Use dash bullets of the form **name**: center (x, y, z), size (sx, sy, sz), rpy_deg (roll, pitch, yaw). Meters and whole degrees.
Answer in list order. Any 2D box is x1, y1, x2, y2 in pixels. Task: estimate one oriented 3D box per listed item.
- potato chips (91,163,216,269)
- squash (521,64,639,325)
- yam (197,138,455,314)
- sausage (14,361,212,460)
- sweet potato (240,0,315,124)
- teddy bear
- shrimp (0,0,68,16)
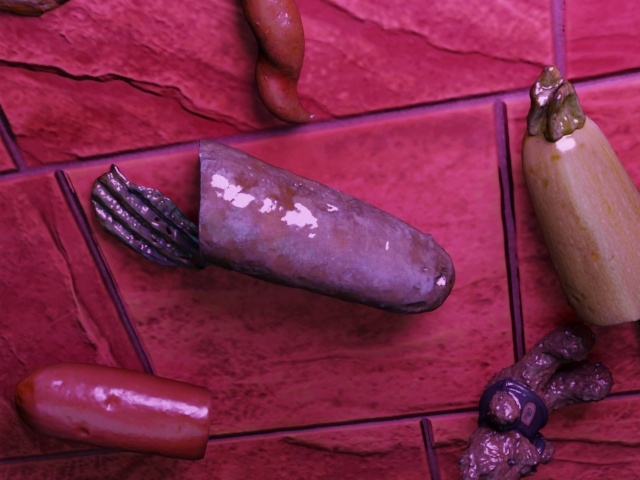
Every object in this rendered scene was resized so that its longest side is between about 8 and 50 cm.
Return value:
- **potato chips**: center (-0.183, -0.008, 1.010), size (0.207, 0.028, 0.092), rpy_deg (35, 122, -20)
- **squash**: center (0.276, -0.059, 0.917), size (0.137, 0.137, 0.287), rpy_deg (-24, 109, 19)
- **yam**: center (0.000, 0.000, 0.953), size (0.330, 0.133, 0.133), rpy_deg (19, 126, -16)
- **sausage**: center (-0.275, 0.226, 1.141), size (0.259, 0.113, 0.113), rpy_deg (13, 127, -9)
- **sweet potato**: center (-0.045, -0.200, 0.840), size (0.055, 0.058, 0.202), rpy_deg (-18, 126, -10)
- **teddy bear**: center (0.263, 0.222, 1.099), size (0.251, 0.129, 0.182), rpy_deg (-48, 121, -12)
- **shrimp**: center (-0.277, -0.283, 0.801), size (0.124, 0.034, 0.178), rpy_deg (27, 125, -21)
